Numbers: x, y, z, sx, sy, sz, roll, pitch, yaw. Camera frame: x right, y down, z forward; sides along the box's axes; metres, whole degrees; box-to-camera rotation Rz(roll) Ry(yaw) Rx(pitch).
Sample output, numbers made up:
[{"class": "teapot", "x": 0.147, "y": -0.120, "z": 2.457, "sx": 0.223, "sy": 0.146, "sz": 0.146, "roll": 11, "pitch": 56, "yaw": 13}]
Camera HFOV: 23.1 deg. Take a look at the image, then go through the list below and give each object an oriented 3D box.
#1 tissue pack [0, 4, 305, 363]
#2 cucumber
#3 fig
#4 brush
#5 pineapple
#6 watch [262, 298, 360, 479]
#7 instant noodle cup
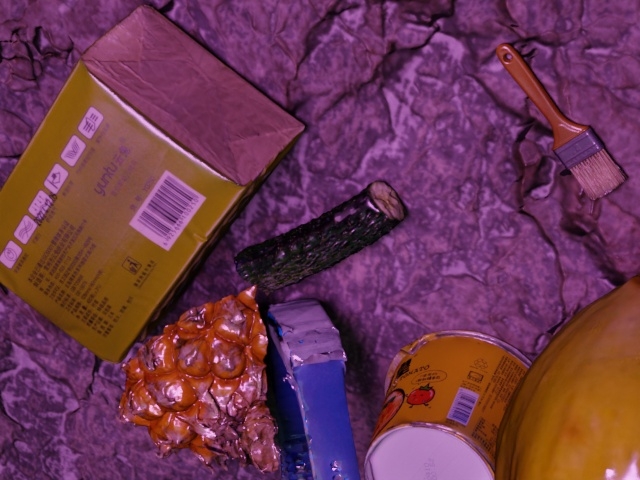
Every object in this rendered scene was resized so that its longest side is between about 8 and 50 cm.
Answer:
[{"class": "tissue pack", "x": -0.184, "y": -0.051, "z": 1.527, "sx": 0.200, "sy": 0.167, "sz": 0.275, "roll": 38, "pitch": 127, "yaw": -1}, {"class": "cucumber", "x": 0.001, "y": 0.000, "z": 1.549, "sx": 0.187, "sy": 0.058, "sz": 0.058, "roll": -26, "pitch": 106, "yaw": 33}, {"class": "fig", "x": 0.305, "y": 0.199, "z": 1.378, "sx": 0.343, "sy": 0.343, "sz": 0.343, "roll": 10, "pitch": 121, "yaw": 17}, {"class": "brush", "x": 0.213, "y": -0.110, "z": 1.423, "sx": 0.043, "sy": 0.014, "sz": 0.170, "roll": -33, "pitch": 101, "yaw": 32}, {"class": "pineapple", "x": -0.125, "y": 0.181, "z": 1.591, "sx": 0.250, "sy": 0.139, "sz": 0.164, "roll": 119, "pitch": 137, "yaw": -56}, {"class": "watch", "x": -0.001, "y": 0.216, "z": 1.558, "sx": 0.068, "sy": 0.276, "sz": 0.275, "roll": -9, "pitch": 118, "yaw": -11}, {"class": "instant noodle cup", "x": 0.129, "y": 0.201, "z": 1.555, "sx": 0.182, "sy": 0.144, "sz": 0.182, "roll": 10, "pitch": 121, "yaw": 17}]
